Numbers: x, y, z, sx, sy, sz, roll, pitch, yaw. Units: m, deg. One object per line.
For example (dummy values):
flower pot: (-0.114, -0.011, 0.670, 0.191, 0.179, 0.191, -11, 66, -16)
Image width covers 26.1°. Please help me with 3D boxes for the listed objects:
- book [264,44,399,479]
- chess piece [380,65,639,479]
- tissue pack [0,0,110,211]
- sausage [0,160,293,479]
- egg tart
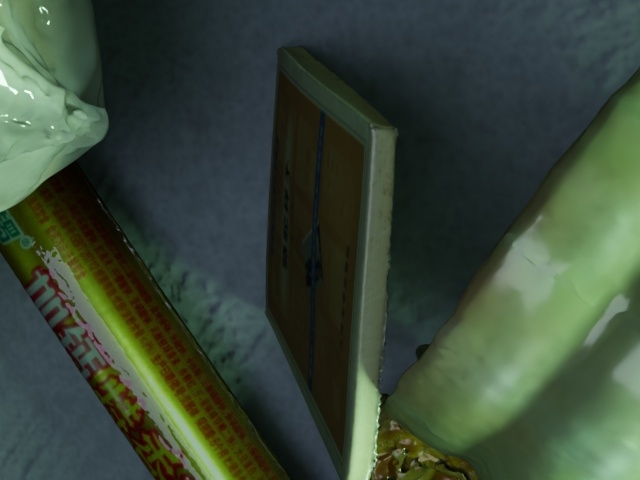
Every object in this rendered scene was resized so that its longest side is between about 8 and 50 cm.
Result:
book: (-0.001, 0.000, 0.703, 0.018, 0.242, 0.170, 1, 105, -11)
chess piece: (0.263, 0.123, 0.613, 0.442, 0.234, 0.234, 37, 115, 7)
tissue pack: (-0.271, -0.138, 0.780, 0.390, 0.195, 0.376, -36, 49, 29)
sausage: (-0.094, 0.096, 0.846, 0.082, 0.082, 0.372, -36, 87, 27)
egg tart: (0.074, 0.140, 0.793, 0.128, 0.049, 0.129, 5, 100, 28)
